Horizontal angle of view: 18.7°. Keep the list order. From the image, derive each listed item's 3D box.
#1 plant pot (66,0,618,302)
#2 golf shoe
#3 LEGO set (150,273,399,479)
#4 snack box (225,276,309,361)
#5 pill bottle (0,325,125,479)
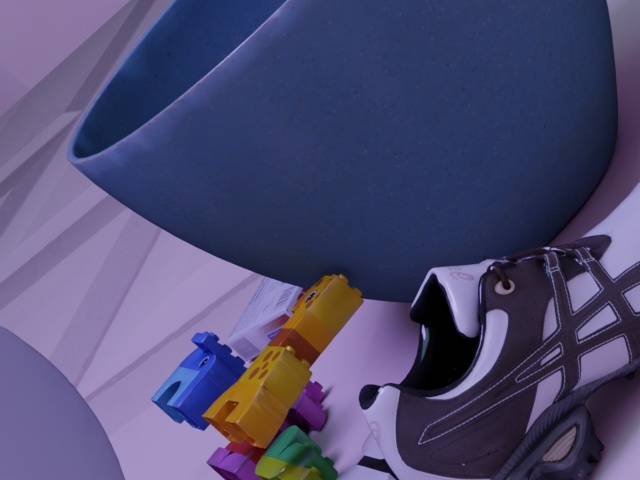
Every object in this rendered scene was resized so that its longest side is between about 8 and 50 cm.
[{"bbox_3d":[0.040,-0.082,1.007,0.290,0.195,0.290,-42,16,15],"label":"plant pot"},{"bbox_3d":[0.094,0.026,0.790,0.198,0.094,0.077,-52,15,-25],"label":"golf shoe"},{"bbox_3d":[-0.009,0.071,0.958,0.093,0.087,0.227,-50,17,-14],"label":"LEGO set"},{"bbox_3d":[0.000,0.000,1.236,0.064,0.022,0.178,-31,21,46],"label":"snack box"},{"bbox_3d":[-0.287,0.213,1.032,0.392,0.224,0.224,-41,16,33],"label":"pill bottle"}]
